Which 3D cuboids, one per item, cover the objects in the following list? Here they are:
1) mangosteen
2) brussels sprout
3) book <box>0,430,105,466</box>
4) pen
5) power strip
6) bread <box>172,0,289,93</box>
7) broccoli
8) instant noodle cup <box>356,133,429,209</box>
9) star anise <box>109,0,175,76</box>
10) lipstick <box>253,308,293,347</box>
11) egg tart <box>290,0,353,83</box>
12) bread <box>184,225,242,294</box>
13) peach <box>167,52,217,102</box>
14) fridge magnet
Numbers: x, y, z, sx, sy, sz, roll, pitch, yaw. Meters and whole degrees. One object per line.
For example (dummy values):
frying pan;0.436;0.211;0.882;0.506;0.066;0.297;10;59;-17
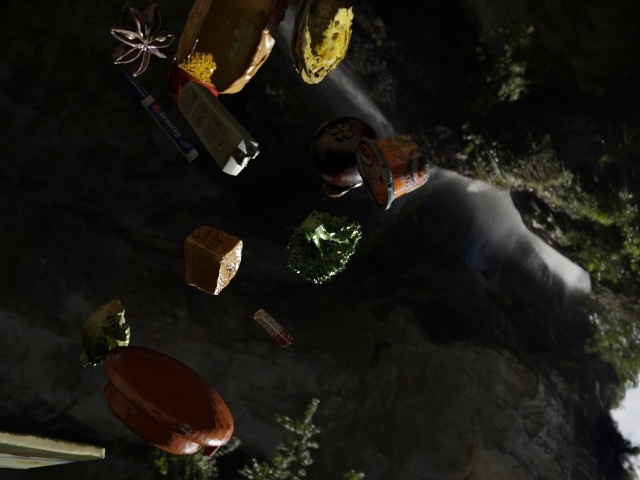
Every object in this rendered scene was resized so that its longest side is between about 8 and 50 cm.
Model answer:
mangosteen;0.066;-0.233;1.669;0.210;0.210;0.209;-18;-132;22
brussels sprout;-0.572;0.245;1.627;0.139;0.100;0.181;30;-67;27
book;-0.540;0.370;1.087;0.289;0.201;0.026;-22;-125;37
pen;-0.304;-0.235;1.172;0.025;0.204;0.025;-33;-160;13
power strip;-0.215;-0.237;1.250;0.080;0.048;0.286;-51;-129;17
bread;-0.242;-0.615;1.738;0.398;0.215;0.398;-43;-143;43
broccoli;0.000;0.000;1.587;0.220;0.194;0.194;-25;-135;-1
instant noodle cup;0.177;-0.174;1.465;0.126;0.177;0.208;-18;-151;-11
star anise;-0.509;-0.572;1.736;0.073;0.196;0.212;29;-122;31
lipstick;-0.132;0.248;1.750;0.038;0.130;0.038;-34;-155;18
egg tart;0.017;-0.561;1.686;0.107;0.290;0.290;14;-116;18
bread;-0.330;0.055;1.877;0.143;0.158;0.149;17;-154;14
peach;-0.422;-0.529;2.089;0.154;0.267;0.158;25;-104;-3
fridge magnet;-0.373;0.383;1.504;0.155;0.364;0.364;-54;-135;-1
